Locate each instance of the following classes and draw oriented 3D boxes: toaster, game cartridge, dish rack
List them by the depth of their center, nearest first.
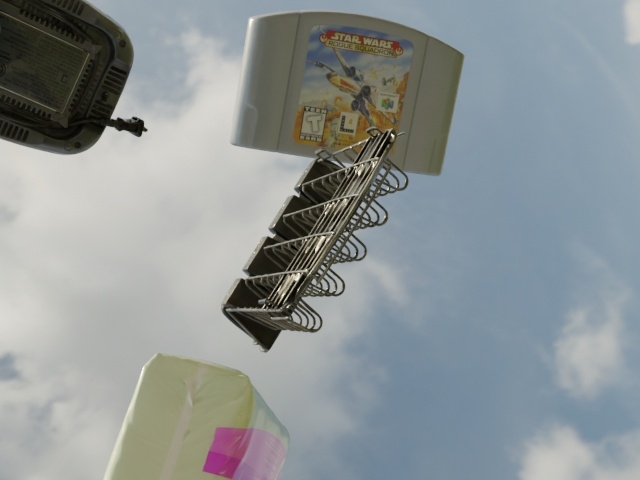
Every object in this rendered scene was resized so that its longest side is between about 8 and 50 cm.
[{"bbox_3d":[-0.254,-0.156,0.862,0.227,0.146,0.129,21,-84,-30],"label":"toaster"},{"bbox_3d":[0.000,0.000,0.969,0.074,0.271,0.208,33,-102,-12],"label":"dish rack"},{"bbox_3d":[0.039,-0.202,1.413,0.297,0.062,0.198,7,-73,-12],"label":"game cartridge"}]

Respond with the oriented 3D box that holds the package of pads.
[{"bbox_3d":[-0.118,0.259,0.843,0.101,0.229,0.297,14,-107,10],"label":"package of pads"}]
